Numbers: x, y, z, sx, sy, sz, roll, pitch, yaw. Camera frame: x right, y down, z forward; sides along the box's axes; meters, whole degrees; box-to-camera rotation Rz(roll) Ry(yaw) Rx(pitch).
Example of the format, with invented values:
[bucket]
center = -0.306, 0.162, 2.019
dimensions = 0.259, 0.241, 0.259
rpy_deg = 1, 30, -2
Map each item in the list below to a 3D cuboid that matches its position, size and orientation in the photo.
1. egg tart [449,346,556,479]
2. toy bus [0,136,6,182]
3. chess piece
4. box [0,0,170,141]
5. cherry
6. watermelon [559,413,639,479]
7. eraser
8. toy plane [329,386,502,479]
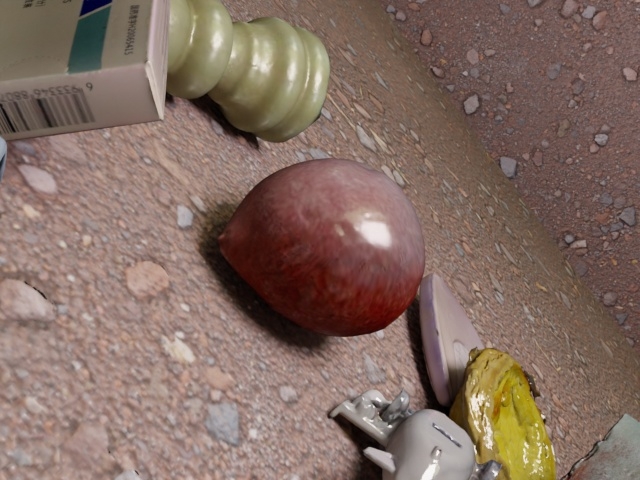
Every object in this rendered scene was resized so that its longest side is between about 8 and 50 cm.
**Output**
[egg tart]
center = 0.269, 0.294, 0.974
dimensions = 0.279, 0.095, 0.278
rpy_deg = 31, 49, -44
[toy bus]
center = -0.352, -0.090, 0.379
dimensions = 0.330, 0.136, 0.109
rpy_deg = 38, 32, -27
[chess piece]
center = -0.155, -0.262, 0.899
dimensions = 0.330, 0.182, 0.182
rpy_deg = 11, 49, -48
[box]
center = -0.254, -0.232, 0.654
dimensions = 0.065, 0.200, 0.343
rpy_deg = 83, -3, -47
[cherry]
center = 0.011, -0.001, 0.803
dimensions = 0.239, 0.206, 0.239
rpy_deg = 41, 37, -42
[watermelon]
center = 0.364, 0.417, 0.832
dimensions = 0.214, 0.319, 0.289
rpy_deg = 13, 35, -9
[eraser]
center = 0.216, 0.172, 1.106
dimensions = 0.204, 0.059, 0.243
rpy_deg = 22, 44, -47
[toy plane]
center = 0.117, 0.266, 0.755
dimensions = 0.245, 0.117, 0.244
rpy_deg = 33, 8, -5
